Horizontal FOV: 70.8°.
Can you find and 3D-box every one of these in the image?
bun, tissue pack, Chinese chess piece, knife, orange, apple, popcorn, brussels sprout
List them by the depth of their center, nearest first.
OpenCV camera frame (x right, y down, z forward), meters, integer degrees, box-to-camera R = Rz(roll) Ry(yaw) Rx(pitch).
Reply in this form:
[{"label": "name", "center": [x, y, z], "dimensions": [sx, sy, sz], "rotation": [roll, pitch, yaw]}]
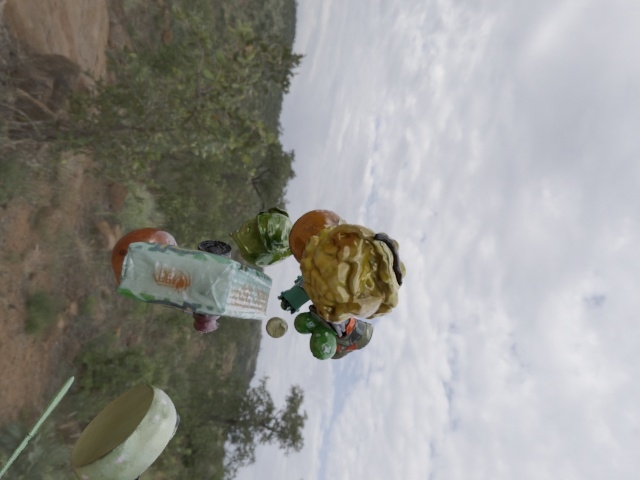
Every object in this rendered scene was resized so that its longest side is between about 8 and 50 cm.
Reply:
[{"label": "tissue pack", "center": [-0.255, 0.097, 0.993], "dimensions": [0.311, 0.228, 0.128], "rotation": [50, 50, -77]}, {"label": "knife", "center": [-0.723, 0.477, 1.140], "dimensions": [0.043, 0.020, 0.293], "rotation": [-44, -164, 48]}, {"label": "popcorn", "center": [0.118, 0.083, 1.378], "dimensions": [0.381, 0.349, 0.349], "rotation": [132, -36, -56]}, {"label": "Chinese chess piece", "center": [-0.652, 0.656, 1.515], "dimensions": [0.146, 0.349, 0.349], "rotation": [57, 5, -22]}, {"label": "apple", "center": [-0.598, 0.080, 1.547], "dimensions": [0.253, 0.254, 0.253], "rotation": [-174, -90, -80]}, {"label": "orange", "center": [0.000, 0.000, 1.673], "dimensions": [0.240, 0.240, 0.240], "rotation": [-174, -90, -80]}, {"label": "bun", "center": [-0.162, 0.324, 1.702], "dimensions": [0.055, 0.086, 0.086], "rotation": [-69, 169, -72]}, {"label": "brussels sprout", "center": [-0.227, -0.012, 1.900], "dimensions": [0.294, 0.259, 0.227], "rotation": [30, 41, -65]}]

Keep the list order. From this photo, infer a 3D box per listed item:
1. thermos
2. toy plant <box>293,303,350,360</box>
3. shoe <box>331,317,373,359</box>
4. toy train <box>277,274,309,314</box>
[{"label": "thermos", "center": [-0.382, 0.173, 1.512], "dimensions": [0.136, 0.110, 0.330], "rotation": [-34, 141, -61]}, {"label": "toy plant", "center": [0.013, 0.340, 1.808], "dimensions": [0.235, 0.218, 0.175], "rotation": [-46, 153, -13]}, {"label": "shoe", "center": [0.068, 0.408, 1.952], "dimensions": [0.336, 0.171, 0.132], "rotation": [-35, -155, 47]}, {"label": "toy train", "center": [-0.069, 0.217, 2.088], "dimensions": [0.194, 0.120, 0.298], "rotation": [-41, -179, 35]}]
